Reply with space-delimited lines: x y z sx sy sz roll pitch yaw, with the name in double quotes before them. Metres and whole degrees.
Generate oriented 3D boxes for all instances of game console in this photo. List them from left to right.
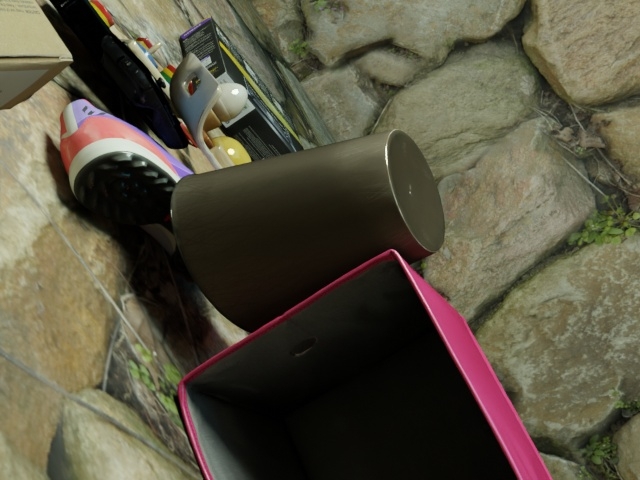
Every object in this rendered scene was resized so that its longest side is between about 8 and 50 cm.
"game console" -0.226 -0.194 1.105 0.213 0.044 0.361 54 -5 -35

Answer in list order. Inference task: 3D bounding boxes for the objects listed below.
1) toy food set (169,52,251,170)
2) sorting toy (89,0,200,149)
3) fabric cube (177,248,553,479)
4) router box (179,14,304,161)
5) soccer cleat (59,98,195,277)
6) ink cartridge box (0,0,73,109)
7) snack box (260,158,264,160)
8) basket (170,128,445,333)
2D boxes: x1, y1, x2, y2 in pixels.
"toy food set" -0.076 -0.092 1.175 0.306 0.092 0.220 54 -1 -28
"sorting toy" -0.229 -0.236 1.307 0.274 0.046 0.132 53 -12 -25
"fabric cube" 0.059 0.207 0.901 0.254 0.259 0.258 63 10 26
"router box" -0.145 -0.262 1.789 0.309 0.081 0.243 49 14 -38
"soccer cleat" -0.171 -0.050 1.027 0.318 0.109 0.116 38 18 -54
"ink cartridge box" -0.325 -0.189 0.676 0.193 0.088 0.235 58 20 0
"snack box" -0.084 -0.077 1.654 0.100 0.037 0.141 53 11 -28
"basket" -0.001 -0.016 0.926 0.204 0.227 0.154 53 32 -34
